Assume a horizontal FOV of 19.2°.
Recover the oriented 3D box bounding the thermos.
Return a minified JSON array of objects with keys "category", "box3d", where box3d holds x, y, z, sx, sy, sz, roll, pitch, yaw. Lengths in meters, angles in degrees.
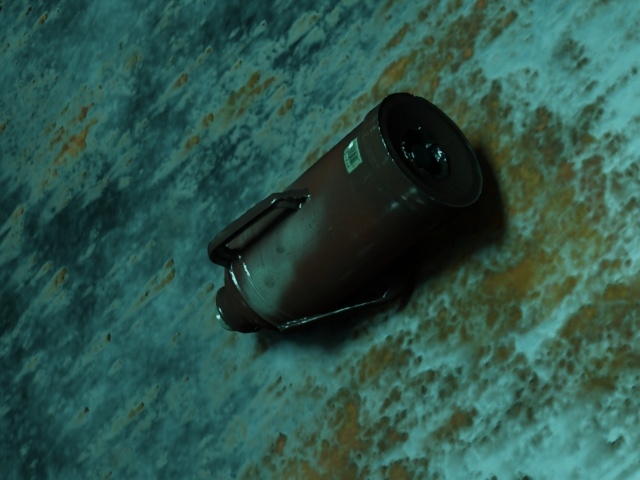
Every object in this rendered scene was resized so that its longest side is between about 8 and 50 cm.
[{"category":"thermos","box3d":[-0.001,-0.003,1.334,0.232,0.124,0.099,-38,49,35]}]
